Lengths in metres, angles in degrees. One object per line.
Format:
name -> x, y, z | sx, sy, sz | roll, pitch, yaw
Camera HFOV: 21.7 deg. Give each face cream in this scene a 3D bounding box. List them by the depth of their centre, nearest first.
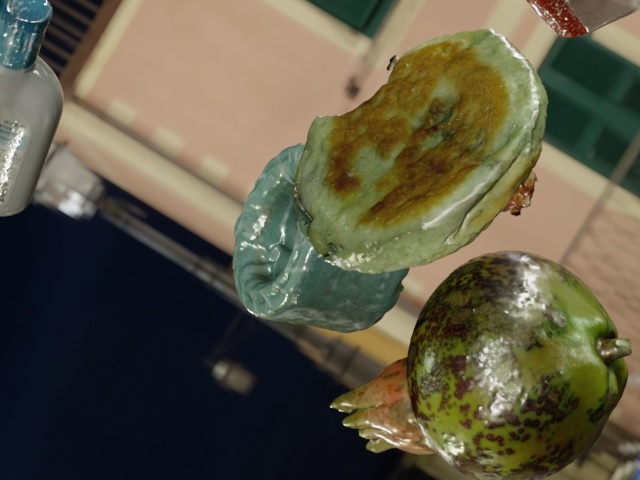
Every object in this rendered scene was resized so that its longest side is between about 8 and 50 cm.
face cream -> -0.400, -0.170, 2.056 | 0.080, 0.163, 0.337 | -75, 10, -45

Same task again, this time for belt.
belt -> 0.332, -0.318, 1.953 | 0.201, 0.124, 0.128 | -25, 32, 38

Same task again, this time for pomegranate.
pomegranate -> 0.157, 0.145, 1.567 | 0.276, 0.204, 0.222 | -52, -22, 21

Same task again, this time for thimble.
thimble -> 0.000, 0.000, 1.876 | 0.235, 0.143, 0.198 | -1, 77, 63

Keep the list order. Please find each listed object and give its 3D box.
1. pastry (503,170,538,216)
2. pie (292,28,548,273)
pastry -> 0.193, -0.060, 2.092 | 0.063, 0.169, 0.087 | 28, -124, -68
pie -> 0.094, -0.089, 1.643 | 0.302, 0.067, 0.302 | -25, 38, 22
